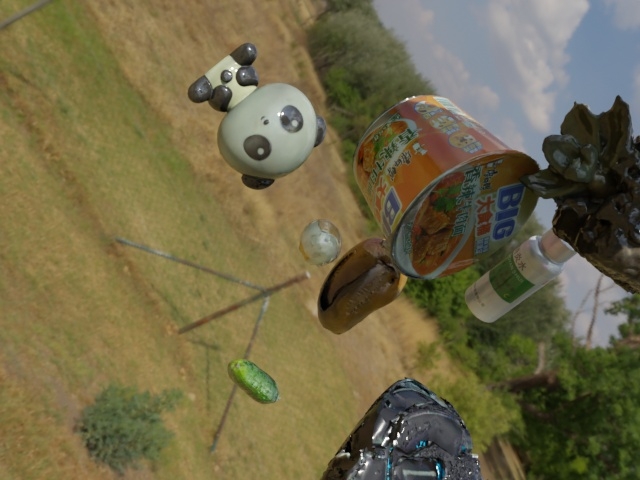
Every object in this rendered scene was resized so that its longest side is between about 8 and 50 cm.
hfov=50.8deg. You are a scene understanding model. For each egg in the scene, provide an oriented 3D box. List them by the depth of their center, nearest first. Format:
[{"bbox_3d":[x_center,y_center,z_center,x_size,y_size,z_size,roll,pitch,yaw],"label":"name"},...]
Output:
[{"bbox_3d":[0.000,0.000,1.116,0.083,0.071,0.071,-88,154,-45],"label":"egg"}]

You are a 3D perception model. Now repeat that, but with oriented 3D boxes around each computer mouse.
[{"bbox_3d":[0.040,0.197,0.370,0.146,0.077,0.242,18,66,-35],"label":"computer mouse"}]

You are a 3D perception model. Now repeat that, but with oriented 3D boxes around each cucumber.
[{"bbox_3d":[-0.122,0.261,1.237,0.250,0.056,0.056,63,7,-58],"label":"cucumber"}]

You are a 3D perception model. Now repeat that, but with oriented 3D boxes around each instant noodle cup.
[{"bbox_3d":[0.204,-0.103,1.180,0.214,0.296,0.296,60,4,38],"label":"instant noodle cup"}]

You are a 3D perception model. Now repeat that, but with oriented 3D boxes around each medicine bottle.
[{"bbox_3d":[0.409,0.067,1.367,0.095,0.260,0.095,23,44,-23],"label":"medicine bottle"}]

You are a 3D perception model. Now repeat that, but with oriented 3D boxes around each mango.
[{"bbox_3d":[0.091,0.105,1.508,0.156,0.249,0.151,36,10,1],"label":"mango"}]

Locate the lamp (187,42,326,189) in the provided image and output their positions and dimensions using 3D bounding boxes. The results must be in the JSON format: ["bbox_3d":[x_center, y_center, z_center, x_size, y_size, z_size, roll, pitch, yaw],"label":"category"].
[{"bbox_3d":[-0.119,-0.229,1.262,0.244,0.197,0.198,51,13,-17],"label":"lamp"}]

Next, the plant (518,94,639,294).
[{"bbox_3d":[0.469,-0.064,1.046,0.312,0.215,0.213,38,9,-23],"label":"plant"}]
